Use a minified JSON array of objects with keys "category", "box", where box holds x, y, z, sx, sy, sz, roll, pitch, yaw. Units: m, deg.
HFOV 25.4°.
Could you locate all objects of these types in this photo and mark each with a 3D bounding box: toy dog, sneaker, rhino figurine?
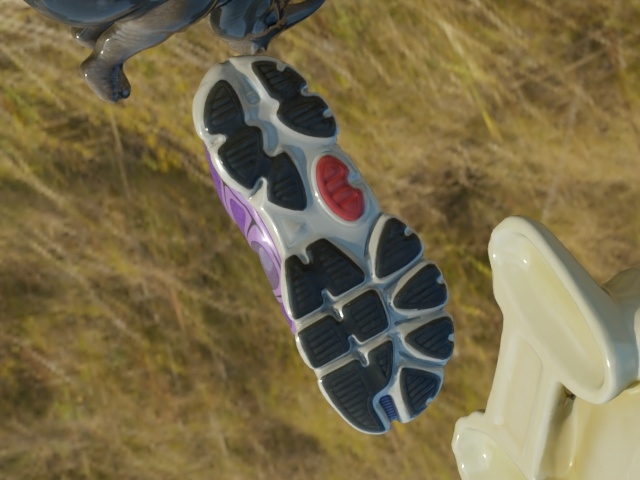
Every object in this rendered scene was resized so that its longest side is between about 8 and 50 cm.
[{"category":"toy dog","box":[0.364,0.107,1.082,0.408,0.395,0.285,-15,123,-24]},{"category":"sneaker","box":[0.000,0.000,0.605,0.068,0.170,0.071,-26,180,-13]},{"category":"rhino figurine","box":[-0.083,-0.121,0.644,0.243,0.073,0.106,0,135,-44]}]
